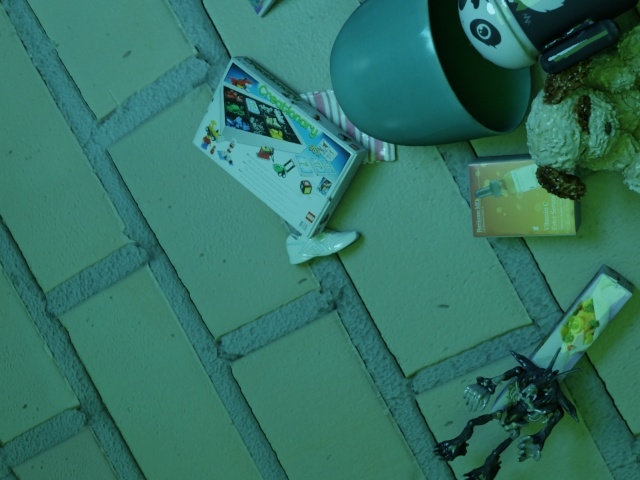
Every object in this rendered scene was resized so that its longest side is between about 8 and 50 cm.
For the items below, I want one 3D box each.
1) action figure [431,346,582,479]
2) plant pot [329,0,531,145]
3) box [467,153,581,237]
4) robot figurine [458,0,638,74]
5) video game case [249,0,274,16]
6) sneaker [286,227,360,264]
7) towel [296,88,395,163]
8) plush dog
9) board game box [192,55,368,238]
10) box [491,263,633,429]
[{"bbox_3d":[0.316,0.299,1.471,0.164,0.141,0.276,44,116,20],"label":"action figure"},{"bbox_3d":[0.157,-0.282,1.399,0.235,0.293,0.293,-13,98,40],"label":"plant pot"},{"bbox_3d":[0.341,-0.077,1.470,0.170,0.091,0.130,-3,101,21],"label":"box"},{"bbox_3d":[0.324,-0.356,1.214,0.278,0.209,0.173,-29,115,26],"label":"robot figurine"},{"bbox_3d":[-0.113,-0.491,1.545,0.143,0.019,0.157,57,150,1],"label":"video game case"},{"bbox_3d":[0.000,0.000,1.642,0.152,0.053,0.061,-16,93,24],"label":"sneaker"},{"bbox_3d":[0.035,-0.203,1.594,0.197,0.029,0.144,-5,101,22],"label":"towel"},{"bbox_3d":[0.394,-0.187,1.318,0.210,0.225,0.262,19,123,46],"label":"plush dog"},{"bbox_3d":[-0.080,-0.171,1.603,0.305,0.053,0.193,40,119,17],"label":"board game box"},{"bbox_3d":[0.414,0.187,1.517,0.063,0.067,0.324,37,113,11],"label":"box"}]
